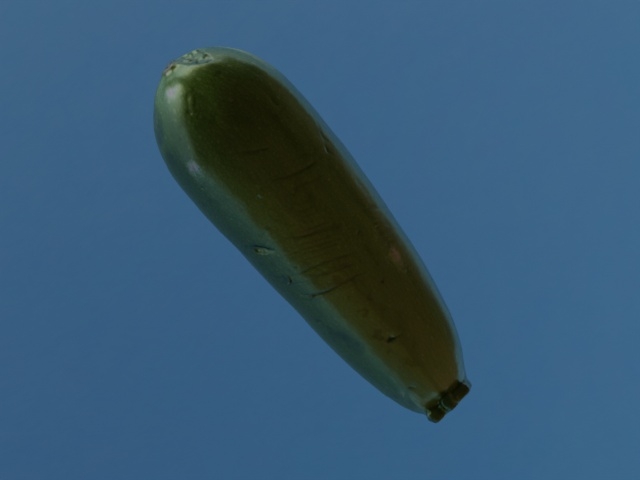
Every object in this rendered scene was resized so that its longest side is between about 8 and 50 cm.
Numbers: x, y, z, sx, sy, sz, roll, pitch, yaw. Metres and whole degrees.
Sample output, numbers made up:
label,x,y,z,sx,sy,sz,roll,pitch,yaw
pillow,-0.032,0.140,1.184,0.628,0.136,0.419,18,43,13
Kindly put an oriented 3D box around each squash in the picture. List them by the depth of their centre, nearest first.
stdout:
label,x,y,z,sx,sy,sz,roll,pitch,yaw
squash,0.000,0.000,0.790,0.066,0.066,0.201,-45,-73,-26
